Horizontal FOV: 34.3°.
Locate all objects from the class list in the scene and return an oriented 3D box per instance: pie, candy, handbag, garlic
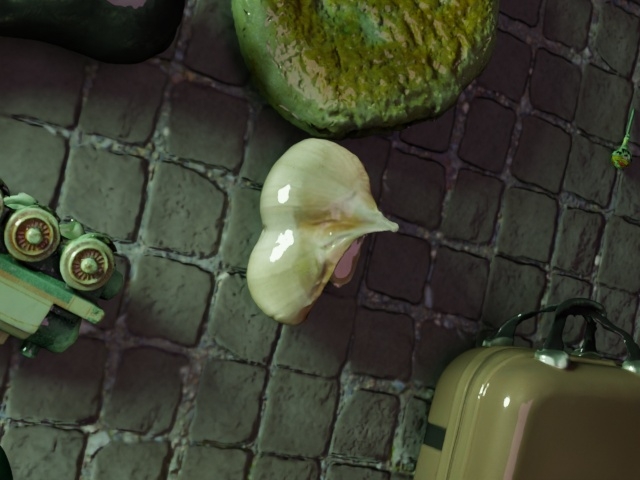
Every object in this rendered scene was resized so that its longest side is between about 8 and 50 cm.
[{"bbox_3d":[0.047,-0.252,1.016,0.323,0.070,0.323,1,89,-31],"label":"pie"},{"bbox_3d":[0.371,-0.123,1.253,0.023,0.025,0.083,71,38,-65],"label":"candy"},{"bbox_3d":[0.260,0.201,1.127,0.302,0.149,0.283,9,90,-30],"label":"handbag"},{"bbox_3d":[-0.006,-0.004,0.980,0.124,0.099,0.174,22,81,-16],"label":"garlic"}]

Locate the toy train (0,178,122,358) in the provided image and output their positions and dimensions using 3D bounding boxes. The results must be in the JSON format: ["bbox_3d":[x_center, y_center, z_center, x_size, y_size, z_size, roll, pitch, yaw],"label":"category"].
[{"bbox_3d":[-0.256,0.020,0.836,0.194,0.081,0.125,33,86,-32],"label":"toy train"}]

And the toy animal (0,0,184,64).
[{"bbox_3d":[-0.266,-0.219,0.800,0.343,0.106,0.168,-6,103,-26],"label":"toy animal"}]

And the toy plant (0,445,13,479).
[{"bbox_3d":[-0.348,0.231,0.765,0.232,0.112,0.243,12,92,-37],"label":"toy plant"}]
